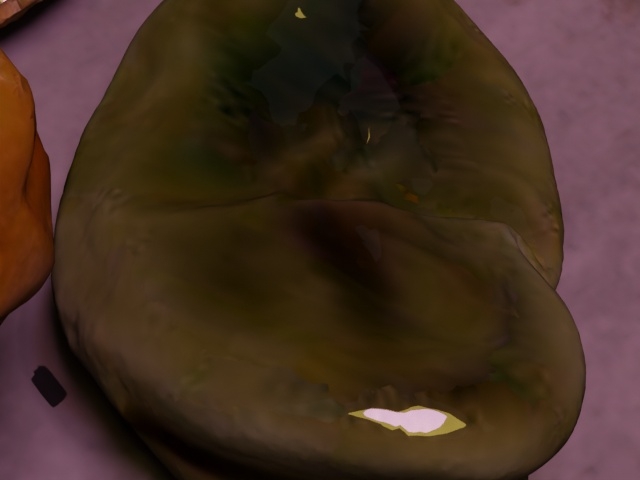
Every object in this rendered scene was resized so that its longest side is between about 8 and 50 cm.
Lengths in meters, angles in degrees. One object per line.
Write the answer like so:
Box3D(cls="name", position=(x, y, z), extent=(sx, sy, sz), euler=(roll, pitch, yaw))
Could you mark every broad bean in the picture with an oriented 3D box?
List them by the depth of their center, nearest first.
Box3D(cls="broad bean", position=(0.001, -0.002, 0.503), extent=(0.153, 0.072, 0.206), euler=(-3, 47, -15))

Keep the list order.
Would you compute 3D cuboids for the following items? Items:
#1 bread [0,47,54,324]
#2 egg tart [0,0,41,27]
Box3D(cls="bread", position=(-0.191, 0.047, 0.377), extent=(0.167, 0.132, 0.294), euler=(29, 64, 13))
Box3D(cls="egg tart", position=(-0.155, -0.136, 0.549), extent=(0.191, 0.074, 0.191), euler=(4, 60, -7))
